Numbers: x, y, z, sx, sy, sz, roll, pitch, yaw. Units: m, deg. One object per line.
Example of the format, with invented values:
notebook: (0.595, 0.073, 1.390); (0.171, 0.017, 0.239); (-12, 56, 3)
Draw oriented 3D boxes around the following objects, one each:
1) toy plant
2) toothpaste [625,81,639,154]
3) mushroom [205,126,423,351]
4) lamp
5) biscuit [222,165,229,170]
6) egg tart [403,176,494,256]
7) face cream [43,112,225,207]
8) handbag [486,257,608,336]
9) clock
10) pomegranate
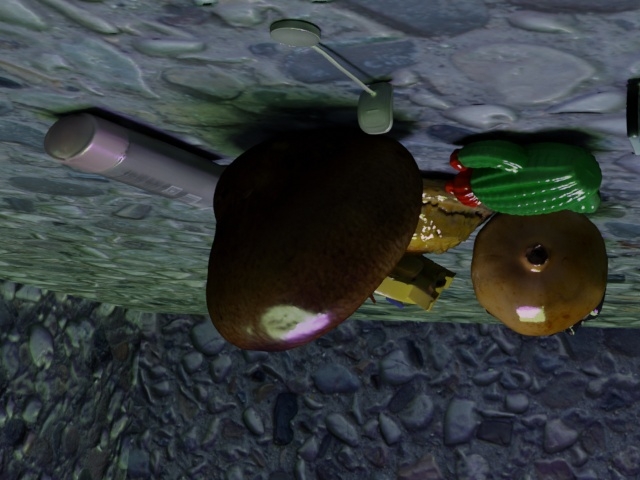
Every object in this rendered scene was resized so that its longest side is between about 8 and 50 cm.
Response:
toy plant: (0.251, -0.084, 1.287); (0.240, 0.088, 0.154); (11, 162, 32)
toothpaste: (0.471, -0.127, 0.990); (0.313, 0.071, 0.089); (-1, 171, 24)
mushroom: (0.000, 0.000, 1.291); (0.345, 0.345, 0.259); (-7, 140, 47)
lamp: (0.015, -0.168, 1.013); (0.050, 0.056, 0.198); (1, 166, 35)
biscuit: (-0.086, -0.095, 1.511); (0.205, 0.031, 0.138); (-2, 168, 26)
egg tart: (0.135, -0.029, 1.564); (0.291, 0.107, 0.291); (4, 169, 1)
face cream: (-0.248, -0.108, 1.376); (0.107, 0.073, 0.269); (-9, 164, 35)
handbag: (0.436, 0.090, 1.896); (0.181, 0.181, 0.254); (8, 172, -8)
clock: (0.079, 0.037, 1.666); (0.293, 0.071, 0.277); (30, -165, 16)
pomegranate: (0.349, 0.047, 1.584); (0.233, 0.233, 0.233); (4, 170, 1)
